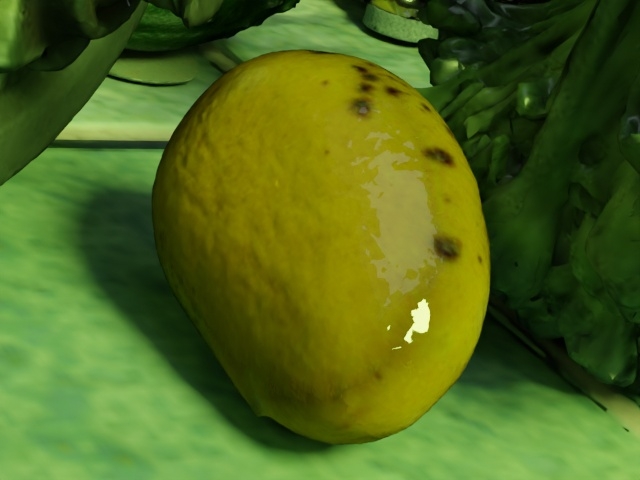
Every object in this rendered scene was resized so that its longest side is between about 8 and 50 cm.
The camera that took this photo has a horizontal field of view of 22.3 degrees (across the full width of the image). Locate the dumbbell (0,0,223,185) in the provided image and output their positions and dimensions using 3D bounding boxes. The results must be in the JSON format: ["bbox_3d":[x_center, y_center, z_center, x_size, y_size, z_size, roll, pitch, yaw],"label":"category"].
[{"bbox_3d":[-0.202,-0.143,0.431,0.406,0.179,0.179,24,25,14],"label":"dumbbell"}]

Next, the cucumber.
[{"bbox_3d":[-0.057,-0.084,0.560,0.067,0.035,0.107,32,37,29],"label":"cucumber"}]

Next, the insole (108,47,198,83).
[{"bbox_3d":[-0.107,-0.100,0.607,0.065,0.004,0.197,-3,31,-38],"label":"insole"}]

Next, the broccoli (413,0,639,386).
[{"bbox_3d":[0.089,-0.081,0.391,0.177,0.275,0.198,0,40,19],"label":"broccoli"}]

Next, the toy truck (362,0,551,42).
[{"bbox_3d":[0.092,-0.123,0.691,0.192,0.083,0.092,10,20,-12],"label":"toy truck"}]

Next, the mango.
[{"bbox_3d":[0.000,0.000,0.384,0.079,0.057,0.114,-24,45,8],"label":"mango"}]
